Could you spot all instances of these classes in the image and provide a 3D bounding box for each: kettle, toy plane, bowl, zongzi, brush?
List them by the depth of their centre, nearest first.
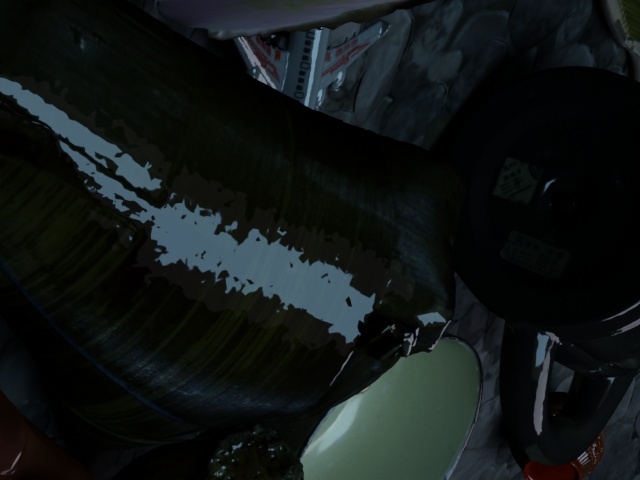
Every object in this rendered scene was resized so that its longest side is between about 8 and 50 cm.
[{"bbox_3d":[-0.184,0.008,1.272,0.403,0.432,0.208,29,52,-31],"label":"zongzi"},{"bbox_3d":[-0.019,-0.127,1.415,0.162,0.065,0.171,-6,126,-50],"label":"toy plane"},{"bbox_3d":[0.015,0.150,1.653,0.237,0.126,0.238,-32,141,-30],"label":"bowl"},{"bbox_3d":[0.243,0.045,1.739,0.324,0.228,0.321,36,70,-63],"label":"kettle"},{"bbox_3d":[0.301,-0.180,1.776,0.072,0.067,0.313,-47,149,-13],"label":"brush"}]

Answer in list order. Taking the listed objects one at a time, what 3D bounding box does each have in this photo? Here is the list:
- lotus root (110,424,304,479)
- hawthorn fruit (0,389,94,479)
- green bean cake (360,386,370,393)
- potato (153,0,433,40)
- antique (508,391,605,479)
[{"bbox_3d":[-0.124,0.295,1.529,0.196,0.179,0.397,15,127,-23],"label":"lotus root"},{"bbox_3d":[-0.336,0.209,1.008,0.471,0.472,0.472,-32,141,-30],"label":"hawthorn fruit"},{"bbox_3d":[-0.028,0.028,1.439,0.085,0.179,0.109,-6,124,-48],"label":"green bean cake"},{"bbox_3d":[-0.001,-0.274,1.184,0.229,0.229,0.266,7,77,-54],"label":"potato"},{"bbox_3d":[0.241,0.202,2.016,0.104,0.104,0.104,-32,141,-30],"label":"antique"}]
